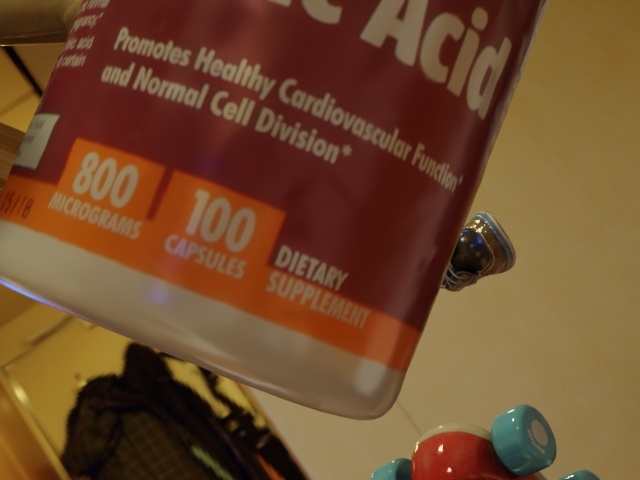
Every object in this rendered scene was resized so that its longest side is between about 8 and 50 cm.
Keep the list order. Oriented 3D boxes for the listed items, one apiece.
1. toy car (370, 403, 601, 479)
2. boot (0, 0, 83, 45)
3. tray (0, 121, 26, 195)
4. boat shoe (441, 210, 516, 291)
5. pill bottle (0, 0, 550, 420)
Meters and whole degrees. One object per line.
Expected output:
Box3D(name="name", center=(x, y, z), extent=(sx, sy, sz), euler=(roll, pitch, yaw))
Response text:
Box3D(name="toy car", center=(0.168, 0.338, 1.108), extent=(0.219, 0.210, 0.238), euler=(-31, 20, 34))
Box3D(name="boot", center=(-0.232, -0.264, 1.004), extent=(0.236, 0.270, 0.089), euler=(-54, -39, -43))
Box3D(name="tray", center=(-0.346, -0.054, 1.149), extent=(0.203, 0.411, 0.076), euler=(143, 147, -65))
Box3D(name="boat shoe", center=(0.152, 0.023, 1.089), extent=(0.066, 0.066, 0.183), euler=(-30, -9, -11))
Box3D(name="pill bottle", center=(0.002, -0.126, 0.537), extent=(0.224, 0.224, 0.392), euler=(56, -125, -81))
